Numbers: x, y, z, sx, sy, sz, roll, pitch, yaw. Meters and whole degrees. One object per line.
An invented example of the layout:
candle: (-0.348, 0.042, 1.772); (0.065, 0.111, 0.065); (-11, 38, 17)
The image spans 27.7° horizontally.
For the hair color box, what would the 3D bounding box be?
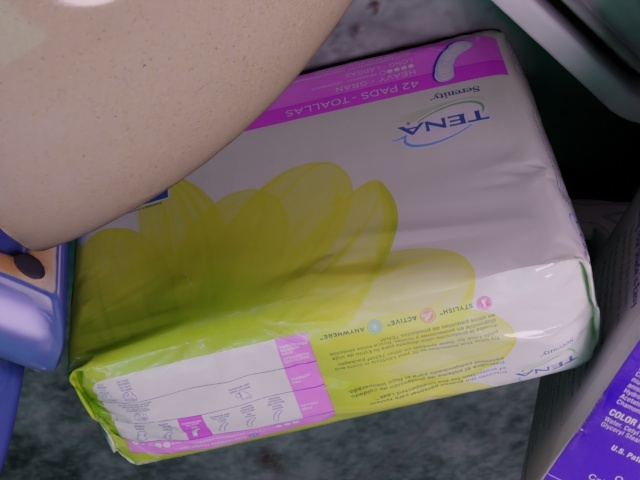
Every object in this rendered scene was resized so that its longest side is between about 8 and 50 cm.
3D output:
hair color box: (0.236, 0.007, 0.723); (0.110, 0.185, 0.339); (24, 125, 1)

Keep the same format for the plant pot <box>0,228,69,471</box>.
plant pot: (-0.275, 0.022, 0.769); (0.236, 0.236, 0.212); (25, 119, -26)

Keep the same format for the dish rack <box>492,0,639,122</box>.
dish rack: (0.194, -0.232, 0.691); (0.285, 0.072, 0.333); (-38, 126, 25)

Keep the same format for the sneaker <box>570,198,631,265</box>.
sneaker: (0.230, 0.019, 0.914); (0.292, 0.118, 0.110); (13, 126, 8)

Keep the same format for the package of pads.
package of pads: (0.000, 0.000, 0.778); (0.296, 0.229, 0.101); (-14, 134, 5)

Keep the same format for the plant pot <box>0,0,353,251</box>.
plant pot: (-0.084, -0.158, 0.591); (0.190, 0.284, 0.284); (-18, 133, 2)
